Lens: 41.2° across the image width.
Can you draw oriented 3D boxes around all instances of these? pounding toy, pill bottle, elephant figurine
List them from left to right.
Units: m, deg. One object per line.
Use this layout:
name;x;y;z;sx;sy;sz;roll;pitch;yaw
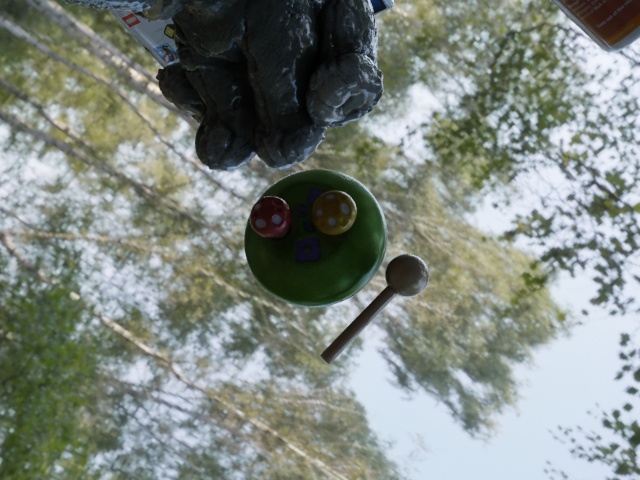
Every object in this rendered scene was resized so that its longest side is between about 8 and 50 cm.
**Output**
elephant figurine;-0.062;-0.167;0.489;0.169;0.239;0.186;-28;-137;9
pounding toy;0.000;0.000;1.024;0.183;0.110;0.237;-37;-113;-3
pill bottle;0.311;-0.336;1.006;0.121;0.216;0.121;-48;-171;10

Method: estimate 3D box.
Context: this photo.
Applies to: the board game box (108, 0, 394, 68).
board game box;-0.088;-0.305;1.047;0.305;0.193;0.053;-19;-128;21
